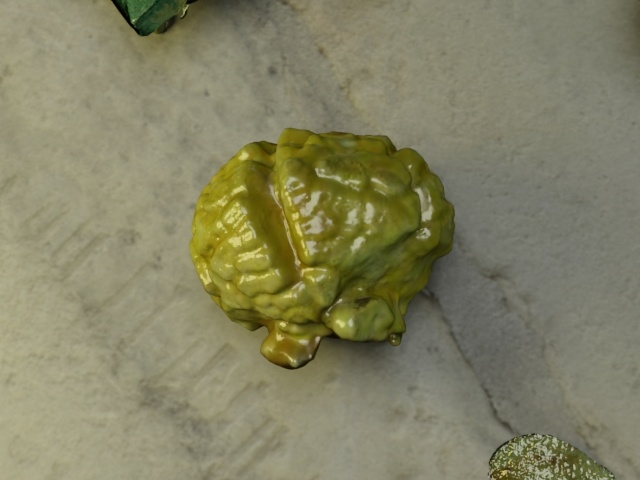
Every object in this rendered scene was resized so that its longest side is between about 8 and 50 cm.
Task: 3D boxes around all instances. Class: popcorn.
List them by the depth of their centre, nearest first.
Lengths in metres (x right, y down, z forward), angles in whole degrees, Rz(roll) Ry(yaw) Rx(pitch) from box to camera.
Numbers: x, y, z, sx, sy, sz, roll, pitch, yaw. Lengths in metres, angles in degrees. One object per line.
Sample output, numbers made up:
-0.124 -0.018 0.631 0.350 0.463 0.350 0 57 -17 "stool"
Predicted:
0.000 0.000 1.613 0.258 0.224 0.270 35 69 6 "popcorn"

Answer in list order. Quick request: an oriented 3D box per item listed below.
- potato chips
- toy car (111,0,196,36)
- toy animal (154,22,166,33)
0.261 0.288 1.598 0.209 0.026 0.142 24 70 9 "potato chips"
-0.116 -0.374 1.716 0.320 0.097 0.141 -40 67 6 "toy car"
-0.203 -0.343 1.823 0.136 0.073 0.181 31 76 18 "toy animal"
